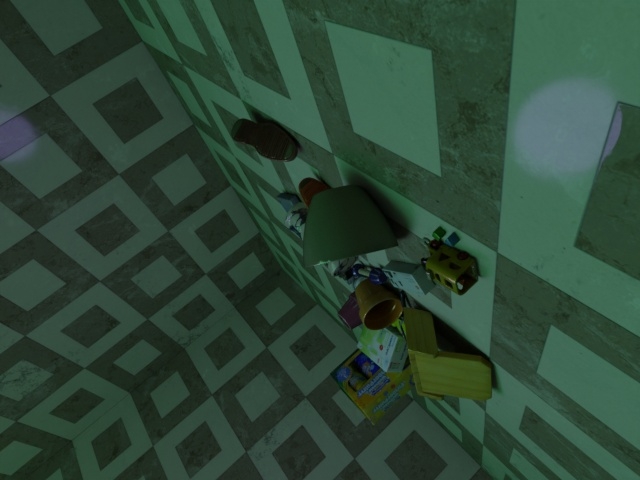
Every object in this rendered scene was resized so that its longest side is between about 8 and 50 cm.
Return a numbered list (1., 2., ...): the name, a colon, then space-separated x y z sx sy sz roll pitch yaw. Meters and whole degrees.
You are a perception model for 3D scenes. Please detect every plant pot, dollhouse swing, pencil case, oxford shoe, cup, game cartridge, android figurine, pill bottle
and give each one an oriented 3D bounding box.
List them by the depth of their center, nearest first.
1. cup: 0.079 -0.057 1.444 0.331 0.331 0.236 153 104 -76
2. oxford shoe: 0.039 -0.108 1.747 0.363 0.130 0.133 50 173 4
3. dollhouse swing: 0.532 0.476 1.765 0.315 0.305 0.346 -83 -21 -50
4. oxford shoe: -0.215 -0.424 1.799 0.397 0.140 0.147 34 -169 37
5. plant pot: 0.259 0.286 1.980 0.205 0.205 0.188 63 178 -42
6. pencil case: 0.000 0.000 2.070 0.410 0.160 0.183 46 147 17
7. android figurine: 0.432 0.435 2.075 0.248 0.056 0.272 31 155 54
8. pill bottle: 0.214 0.229 2.174 0.078 0.078 0.137 51 167 -1
9. game cartridge: -0.096 -0.108 2.335 0.355 0.068 0.230 57 162 -23
10. plant pot: 0.208 0.435 2.532 0.201 0.180 0.201 48 167 15

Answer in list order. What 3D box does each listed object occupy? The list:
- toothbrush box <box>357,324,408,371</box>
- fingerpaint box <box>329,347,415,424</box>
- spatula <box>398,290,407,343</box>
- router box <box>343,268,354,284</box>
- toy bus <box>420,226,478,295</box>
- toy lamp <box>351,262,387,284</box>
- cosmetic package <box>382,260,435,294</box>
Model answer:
1. toothbrush box: 0.351 0.565 2.310 0.122 0.206 0.283 11 -169 -33
2. fingerpaint box: 0.334 0.760 2.417 0.371 0.445 0.163 30 155 58
3. spatula: 0.377 0.345 1.909 0.084 0.030 0.296 -93 -3 -58
4. router box: 0.122 0.157 2.350 0.133 0.046 0.179 43 164 32
5. toy bus: 0.358 0.076 1.228 0.191 0.104 0.202 49 166 7
6. toy lamp: 0.227 0.156 1.934 0.080 0.080 0.275 53 166 -12
7. cosmetic package: 0.329 0.140 1.594 0.099 0.060 0.239 52 167 -11
